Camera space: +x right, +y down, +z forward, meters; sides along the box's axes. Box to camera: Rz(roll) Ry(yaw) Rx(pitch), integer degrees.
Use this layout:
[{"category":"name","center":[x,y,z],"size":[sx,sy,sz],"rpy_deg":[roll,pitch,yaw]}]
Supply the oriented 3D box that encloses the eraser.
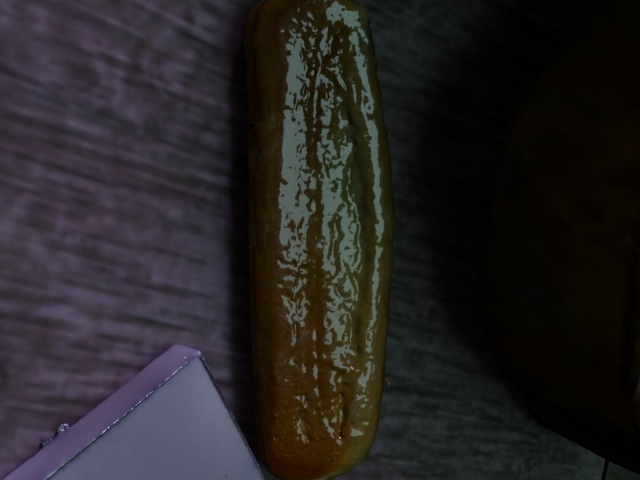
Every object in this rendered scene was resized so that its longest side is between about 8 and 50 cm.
[{"category":"eraser","center":[-0.062,0.131,0.404],"size":[0.104,0.023,0.150],"rpy_deg":[-38,119,-30]}]

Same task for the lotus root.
[{"category":"lotus root","center":[0.248,-0.046,0.533],"size":[0.390,0.111,0.375],"rpy_deg":[-4,118,-41]}]

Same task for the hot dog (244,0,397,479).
[{"category":"hot dog","center":[0.000,0.000,0.424],"size":[0.066,0.047,0.216],"rpy_deg":[-3,99,-3]}]
